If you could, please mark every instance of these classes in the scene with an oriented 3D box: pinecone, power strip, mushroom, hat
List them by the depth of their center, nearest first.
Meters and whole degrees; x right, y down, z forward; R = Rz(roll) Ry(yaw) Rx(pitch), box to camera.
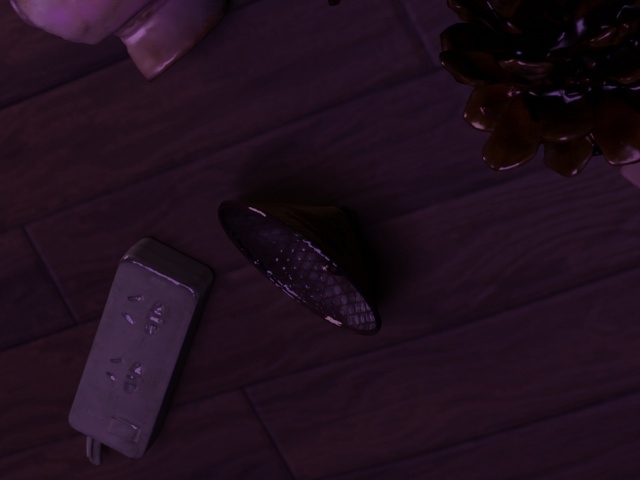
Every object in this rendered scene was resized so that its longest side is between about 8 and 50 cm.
[{"bbox_3d":[0.194,-0.177,1.589,0.202,0.229,0.201,-8,150,-5],"label":"pinecone"},{"bbox_3d":[-0.177,-0.266,1.721,0.173,0.162,0.236,-32,103,34],"label":"mushroom"},{"bbox_3d":[0.000,0.000,1.847,0.193,0.082,0.193,34,164,11],"label":"hat"},{"bbox_3d":[-0.193,0.133,2.006,0.093,0.053,0.288,25,122,7],"label":"power strip"}]

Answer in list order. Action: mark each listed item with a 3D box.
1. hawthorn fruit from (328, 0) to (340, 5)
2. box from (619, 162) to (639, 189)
[{"bbox_3d":[-0.024,-0.299,1.600,0.230,0.210,0.266,-36,64,18],"label":"hawthorn fruit"},{"bbox_3d":[0.311,-0.082,1.654,0.062,0.122,0.089,35,125,15],"label":"box"}]
